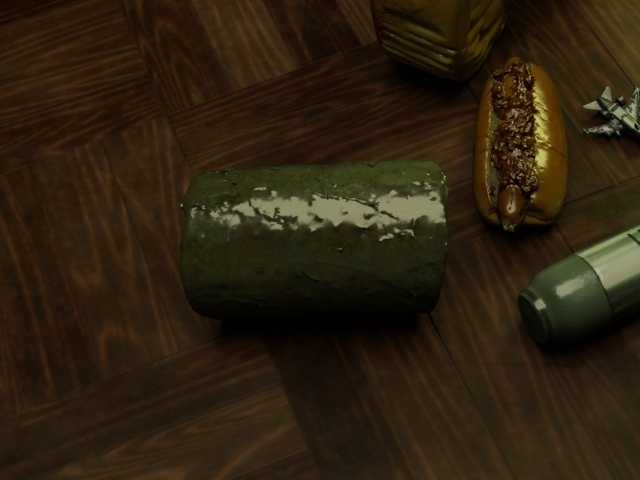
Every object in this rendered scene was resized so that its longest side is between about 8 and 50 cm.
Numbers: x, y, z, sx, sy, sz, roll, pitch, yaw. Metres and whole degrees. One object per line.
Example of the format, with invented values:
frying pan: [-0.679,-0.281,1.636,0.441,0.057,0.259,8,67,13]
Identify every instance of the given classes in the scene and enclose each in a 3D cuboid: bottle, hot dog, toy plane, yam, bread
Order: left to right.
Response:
yam: [0.000,0.000,1.517,0.268,0.161,0.161,-3,51,7]
bread: [0.142,-0.306,1.683,0.133,0.250,0.179,27,53,21]
hot dog: [0.216,-0.107,1.618,0.102,0.076,0.249,2,51,7]
toy plane: [0.331,-0.136,1.651,0.078,0.031,0.083,-41,52,-3]
bottle: [0.316,0.024,1.497,0.254,0.079,0.096,-26,17,-11]
